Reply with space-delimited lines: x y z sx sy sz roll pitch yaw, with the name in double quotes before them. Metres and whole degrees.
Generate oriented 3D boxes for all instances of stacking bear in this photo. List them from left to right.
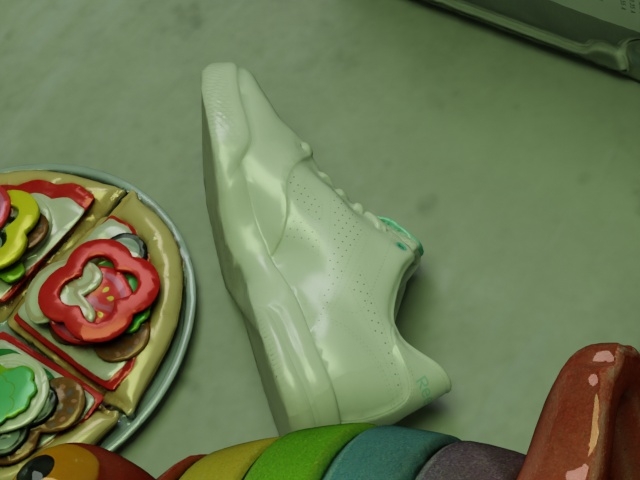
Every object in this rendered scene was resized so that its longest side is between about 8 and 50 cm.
"stacking bear" -0.019 0.143 0.743 0.289 0.164 0.175 -1 37 26

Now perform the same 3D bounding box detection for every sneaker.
"sneaker" 0.000 0.000 0.897 0.094 0.080 0.212 -14 60 -9

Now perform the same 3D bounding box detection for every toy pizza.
"toy pizza" -0.161 0.038 0.928 0.201 0.032 0.201 -7 55 10

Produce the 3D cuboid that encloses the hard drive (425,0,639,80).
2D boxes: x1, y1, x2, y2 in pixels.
"hard drive" 0.128 -0.174 0.875 0.339 0.237 0.064 24 65 27
